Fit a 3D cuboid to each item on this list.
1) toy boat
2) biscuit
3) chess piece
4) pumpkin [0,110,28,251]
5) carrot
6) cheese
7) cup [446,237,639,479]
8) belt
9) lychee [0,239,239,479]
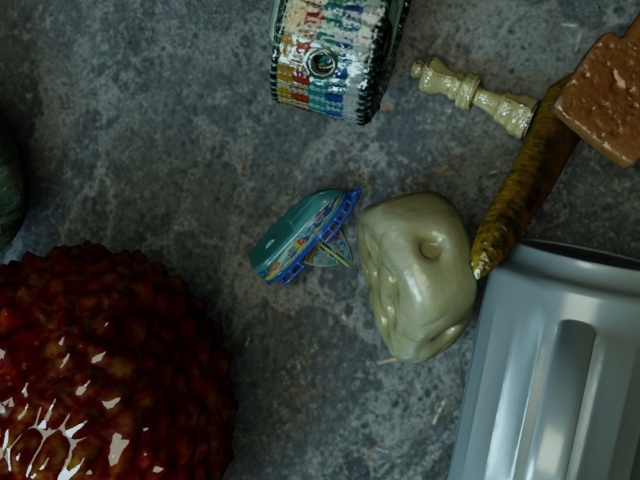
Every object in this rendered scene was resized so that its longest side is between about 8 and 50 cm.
[{"bbox_3d":[0.000,0.000,1.804,0.110,0.091,0.175,40,99,-27],"label":"toy boat"},{"bbox_3d":[0.429,-0.181,1.673,0.306,0.043,0.284,-6,85,-4],"label":"biscuit"},{"bbox_3d":[0.192,-0.187,1.753,0.172,0.060,0.060,26,99,11],"label":"chess piece"},{"bbox_3d":[-0.551,-0.070,1.821,0.327,0.257,0.292,-25,101,8],"label":"pumpkin"},{"bbox_3d":[0.253,-0.076,1.659,0.066,0.066,0.314,26,60,10],"label":"carrot"},{"bbox_3d":[0.120,0.042,1.710,0.117,0.235,0.218,-12,115,-8],"label":"cheese"},{"bbox_3d":[0.283,0.178,1.621,0.236,0.323,0.327,13,98,11],"label":"cup"},{"bbox_3d":[0.022,-0.300,1.706,0.160,0.207,0.295,14,95,9],"label":"belt"},{"bbox_3d":[-0.314,0.240,1.699,0.424,0.425,0.500,17,69,11],"label":"lychee"}]
